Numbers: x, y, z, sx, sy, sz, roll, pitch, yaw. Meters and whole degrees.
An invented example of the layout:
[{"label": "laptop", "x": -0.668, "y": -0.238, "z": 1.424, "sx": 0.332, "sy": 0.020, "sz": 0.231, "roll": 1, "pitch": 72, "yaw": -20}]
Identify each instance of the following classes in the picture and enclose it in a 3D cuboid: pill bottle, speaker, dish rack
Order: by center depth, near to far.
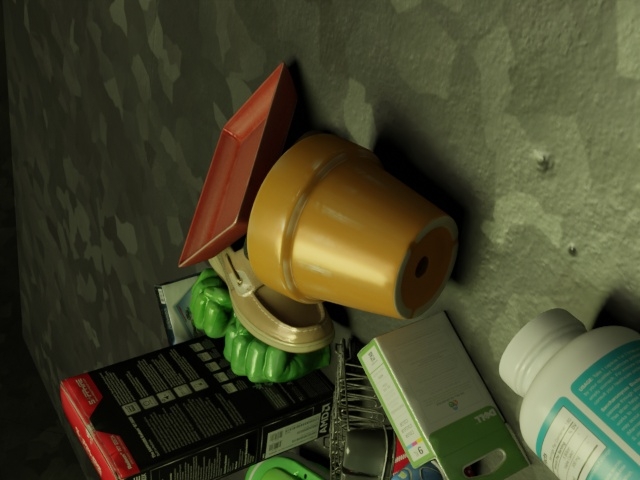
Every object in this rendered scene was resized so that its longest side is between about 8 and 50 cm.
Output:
[{"label": "pill bottle", "x": 0.277, "y": 0.174, "z": 0.754, "sx": 0.264, "sy": 0.146, "sz": 0.146, "roll": 47, "pitch": 141, "yaw": 39}, {"label": "dish rack", "x": 0.047, "y": 0.276, "z": 1.209, "sx": 0.271, "sy": 0.074, "sz": 0.208, "roll": -92, "pitch": 9, "yaw": -63}, {"label": "speaker", "x": -0.009, "y": 0.436, "z": 1.395, "sx": 0.296, "sy": 0.131, "sz": 0.131, "roll": 13, "pitch": 115, "yaw": 57}]

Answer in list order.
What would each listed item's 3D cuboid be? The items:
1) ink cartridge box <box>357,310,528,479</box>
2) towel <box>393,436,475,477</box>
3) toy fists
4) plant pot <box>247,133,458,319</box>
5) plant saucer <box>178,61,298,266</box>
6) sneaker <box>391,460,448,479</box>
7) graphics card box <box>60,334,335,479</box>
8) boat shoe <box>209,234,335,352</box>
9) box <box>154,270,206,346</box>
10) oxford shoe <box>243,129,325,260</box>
[{"label": "ink cartridge box", "x": 0.142, "y": 0.200, "z": 1.033, "sx": 0.209, "sy": 0.109, "sz": 0.062, "roll": 62, "pitch": 149, "yaw": 18}, {"label": "towel", "x": 0.167, "y": 0.378, "z": 1.162, "sx": 0.275, "sy": 0.031, "sz": 0.199, "roll": 66, "pitch": 151, "yaw": 13}, {"label": "toy fists", "x": -0.110, "y": 0.130, "z": 1.395, "sx": 0.279, "sy": 0.142, "sz": 0.096, "roll": 42, "pitch": 138, "yaw": 42}, {"label": "plant pot", "x": 0.050, "y": -0.001, "z": 1.023, "sx": 0.188, "sy": 0.205, "sz": 0.205, "roll": 26, "pitch": 127, "yaw": 34}, {"label": "plant saucer", "x": -0.116, "y": -0.097, "z": 1.275, "sx": 0.259, "sy": 0.047, "sz": 0.259, "roll": -30, "pitch": 41, "yaw": 59}, {"label": "sneaker", "x": 0.128, "y": 0.360, "z": 1.103, "sx": 0.080, "sy": 0.081, "sz": 0.211, "roll": 21, "pitch": 124, "yaw": 53}, {"label": "graphics card box", "x": -0.185, "y": 0.258, "z": 1.356, "sx": 0.233, "sy": 0.370, "sz": 0.094, "roll": 41, "pitch": 137, "yaw": 42}, {"label": "boat shoe", "x": -0.089, "y": 0.043, "z": 1.337, "sx": 0.341, "sy": 0.121, "sz": 0.110, "roll": 44, "pitch": 140, "yaw": 43}, {"label": "box", "x": -0.184, "y": 0.169, "z": 1.523, "sx": 0.044, "sy": 0.159, "sz": 0.233, "roll": -4, "pitch": 100, "yaw": 60}, {"label": "oxford shoe", "x": -0.040, "y": -0.058, "z": 1.230, "sx": 0.227, "sy": 0.082, "sz": 0.096, "roll": -56, "pitch": 22, "yaw": 29}]
